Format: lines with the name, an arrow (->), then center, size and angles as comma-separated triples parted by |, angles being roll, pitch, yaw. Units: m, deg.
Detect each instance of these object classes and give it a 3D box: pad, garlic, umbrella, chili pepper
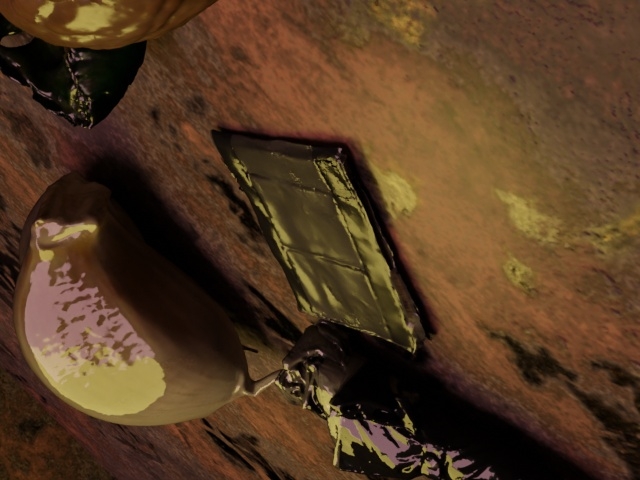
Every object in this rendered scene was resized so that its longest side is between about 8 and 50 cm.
pad -> 0.000, 0.000, 0.888 | 0.174, 0.022, 0.233 | 13, 140, 45
garlic -> -0.212, 0.074, 1.154 | 0.340, 0.231, 0.246 | 35, 111, -19
umbrella -> 0.109, 0.202, 0.944 | 0.358, 0.106, 0.113 | 28, 146, 26
chili pepper -> -0.235, -0.219, 0.776 | 0.264, 0.148, 0.116 | 60, 175, -33

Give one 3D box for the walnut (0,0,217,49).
walnut -> -0.138, -0.213, 0.584 | 0.213, 0.213, 0.213 | 32, 151, 20
